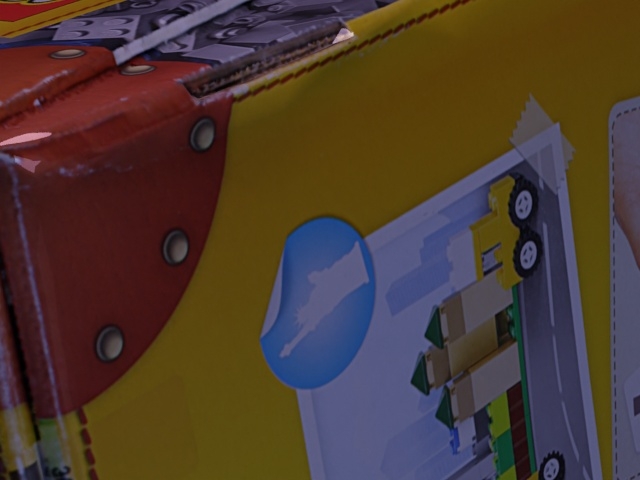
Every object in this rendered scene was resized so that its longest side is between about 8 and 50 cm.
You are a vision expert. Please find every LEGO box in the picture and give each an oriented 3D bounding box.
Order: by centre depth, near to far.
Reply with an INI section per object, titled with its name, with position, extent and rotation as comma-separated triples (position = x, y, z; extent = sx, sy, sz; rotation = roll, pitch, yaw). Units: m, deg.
[LEGO box]
position = 0.014, 0.138, 0.604
extent = 0.372, 0.193, 0.500
rotation = -27, 117, -43
